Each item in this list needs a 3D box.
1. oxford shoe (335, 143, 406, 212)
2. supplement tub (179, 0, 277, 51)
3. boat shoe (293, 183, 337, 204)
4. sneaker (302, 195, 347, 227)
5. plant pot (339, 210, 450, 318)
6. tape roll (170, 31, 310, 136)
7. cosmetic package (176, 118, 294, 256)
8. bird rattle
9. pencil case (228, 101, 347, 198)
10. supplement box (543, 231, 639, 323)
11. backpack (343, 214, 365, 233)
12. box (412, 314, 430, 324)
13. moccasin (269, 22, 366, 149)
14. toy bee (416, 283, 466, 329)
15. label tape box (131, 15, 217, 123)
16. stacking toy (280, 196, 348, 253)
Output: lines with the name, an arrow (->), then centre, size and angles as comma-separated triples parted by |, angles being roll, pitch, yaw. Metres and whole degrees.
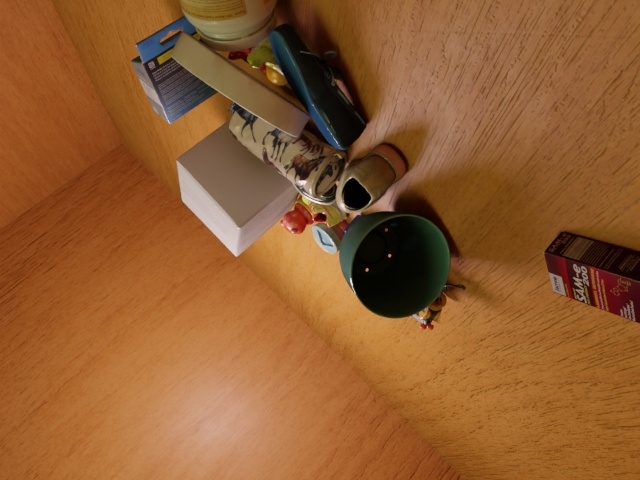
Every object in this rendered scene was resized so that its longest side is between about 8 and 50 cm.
oxford shoe -> 0.098, -0.146, 1.500 | 0.140, 0.146, 0.397 | 46, 161, 2
supplement tub -> -0.218, -0.604, 1.146 | 0.228, 0.228, 0.316 | 37, 158, 27
boat shoe -> -0.059, -0.232, 1.720 | 0.303, 0.114, 0.091 | 38, 164, 21
sneaker -> -0.006, -0.113, 1.873 | 0.209, 0.094, 0.081 | 33, 158, 40
plant pot -> 0.185, 0.045, 1.514 | 0.293, 0.293, 0.235 | 55, 174, -21
tape roll -> -0.203, -0.404, 1.378 | 0.392, 0.072, 0.392 | 32, -168, -8
cosmetic package -> -0.298, -0.200, 1.964 | 0.327, 0.329, 0.393 | 46, 160, 4
bird rattle -> -0.139, -0.472, 1.414 | 0.207, 0.143, 0.254 | 39, 170, -29
pencil case -> -0.101, -0.297, 1.607 | 0.410, 0.160, 0.183 | 38, 133, 24
supplement box -> 0.576, 0.078, 1.035 | 0.239, 0.073, 0.130 | 24, 151, 50
backpack -> 0.148, -0.008, 1.747 | 0.101, 0.098, 0.120 | 21, 148, 45
box -> 0.332, 0.208, 1.870 | 0.136, 0.036, 0.225 | 34, 159, 32
moccasin -> -0.001, -0.387, 1.299 | 0.342, 0.117, 0.138 | 55, 172, -36
toy bee -> 0.313, 0.188, 1.633 | 0.196, 0.162, 0.298 | 10, -177, -1
label tape box -> -0.479, -0.585, 1.729 | 0.106, 0.241, 0.333 | 41, 159, 25
stacking toy -> 0.000, 0.000, 2.029 | 0.309, 0.130, 0.279 | 28, 153, 45
